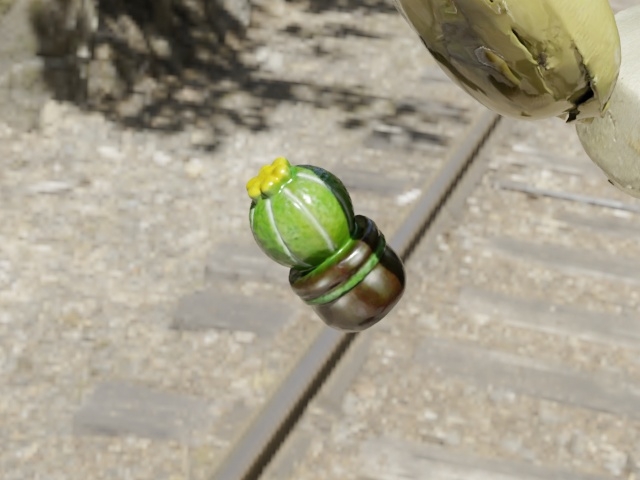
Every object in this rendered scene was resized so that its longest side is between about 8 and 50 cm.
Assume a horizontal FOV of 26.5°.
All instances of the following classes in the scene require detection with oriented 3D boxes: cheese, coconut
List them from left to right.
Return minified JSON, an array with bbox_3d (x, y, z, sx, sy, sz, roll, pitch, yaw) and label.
[{"bbox_3d":[0.107,-0.204,1.005,0.128,0.316,0.259,-37,20,6],"label":"cheese"},{"bbox_3d":[0.447,-0.186,1.690,0.237,0.266,0.237,7,39,-5],"label":"coconut"}]

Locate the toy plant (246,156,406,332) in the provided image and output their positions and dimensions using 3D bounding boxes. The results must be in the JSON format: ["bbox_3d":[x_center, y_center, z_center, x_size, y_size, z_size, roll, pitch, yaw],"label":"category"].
[{"bbox_3d":[0.000,0.000,1.167,0.093,0.162,0.093,-31,24,16],"label":"toy plant"}]
